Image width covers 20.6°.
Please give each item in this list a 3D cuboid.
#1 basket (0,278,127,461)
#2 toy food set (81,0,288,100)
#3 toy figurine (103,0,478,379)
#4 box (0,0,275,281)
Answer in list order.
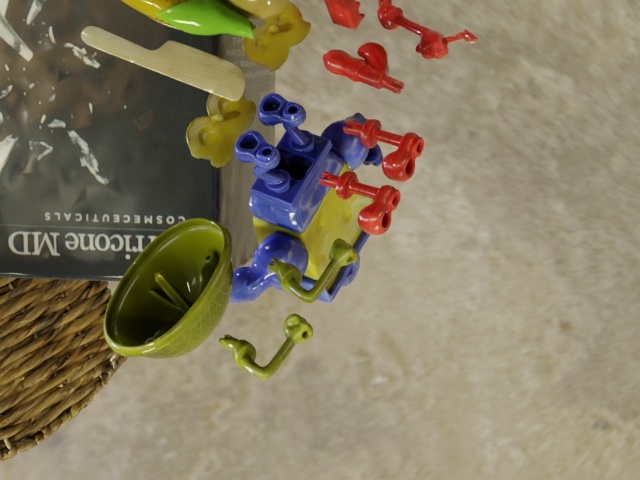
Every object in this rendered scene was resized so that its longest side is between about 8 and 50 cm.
[{"bbox_3d":[-0.379,0.125,1.910,0.299,0.223,0.213,-31,101,-28],"label":"basket"},{"bbox_3d":[-0.076,-0.197,1.148,0.132,0.038,0.192,18,98,-5],"label":"toy food set"},{"bbox_3d":[0.000,0.000,1.430,0.191,0.217,0.362,16,64,27],"label":"toy figurine"},{"bbox_3d":[-0.293,-0.216,1.624,0.480,0.297,0.471,1,98,9],"label":"box"}]
